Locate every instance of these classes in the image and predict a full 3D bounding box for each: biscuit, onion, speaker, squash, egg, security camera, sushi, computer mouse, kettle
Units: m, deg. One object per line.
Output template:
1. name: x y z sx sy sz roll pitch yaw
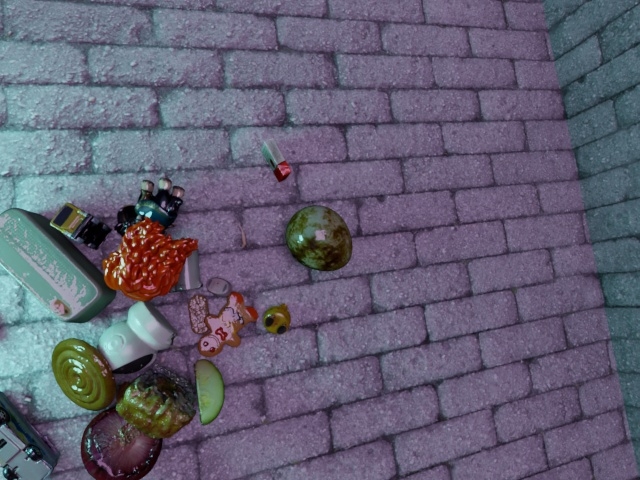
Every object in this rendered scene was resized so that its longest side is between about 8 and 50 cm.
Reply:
1. biscuit: -0.755 0.429 1.288 0.262 0.037 0.262 6 107 21
2. onion: -0.635 0.655 1.303 0.248 0.248 0.161 35 108 -9
3. speaker: -0.872 0.085 1.310 0.406 0.184 0.183 47 72 -6
4. squash: -0.370 0.498 1.368 0.093 0.252 0.169 -6 84 -19
5. biscuit: -0.445 0.272 1.499 0.071 0.018 0.147 -8 84 -17
6. egg: 0.000 0.000 1.561 0.238 0.238 0.289 -52 122 -16
7. security camera: -0.621 0.335 1.350 0.236 0.194 0.194 -42 95 -17
8. sushi: -0.538 0.519 1.331 0.274 0.184 0.139 34 104 -6
9. biscuit: -0.348 0.322 1.501 0.165 0.036 0.250 46 69 -9
10. computer mouse: -0.375 0.176 1.520 0.096 0.039 0.066 15 68 13
11. kettle: -0.496 0.109 1.467 0.126 0.098 0.148 -5 87 -23

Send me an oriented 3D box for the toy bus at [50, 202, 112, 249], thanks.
1. toy bus: -0.787 -0.043 1.350 0.114 0.201 0.098 31 75 -2

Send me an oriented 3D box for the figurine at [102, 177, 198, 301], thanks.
1. figurine: -0.572 -0.015 1.356 0.306 0.241 0.412 -21 63 5

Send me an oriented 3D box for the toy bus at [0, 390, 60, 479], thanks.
1. toy bus: -0.944 0.605 1.245 0.112 0.138 0.317 -40 96 -13

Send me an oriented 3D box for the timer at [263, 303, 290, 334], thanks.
1. timer: -0.164 0.297 1.554 0.107 0.109 0.107 0 107 1

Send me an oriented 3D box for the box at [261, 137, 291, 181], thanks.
1. box: -0.177 -0.317 1.619 0.048 0.100 0.152 -27 91 -16
